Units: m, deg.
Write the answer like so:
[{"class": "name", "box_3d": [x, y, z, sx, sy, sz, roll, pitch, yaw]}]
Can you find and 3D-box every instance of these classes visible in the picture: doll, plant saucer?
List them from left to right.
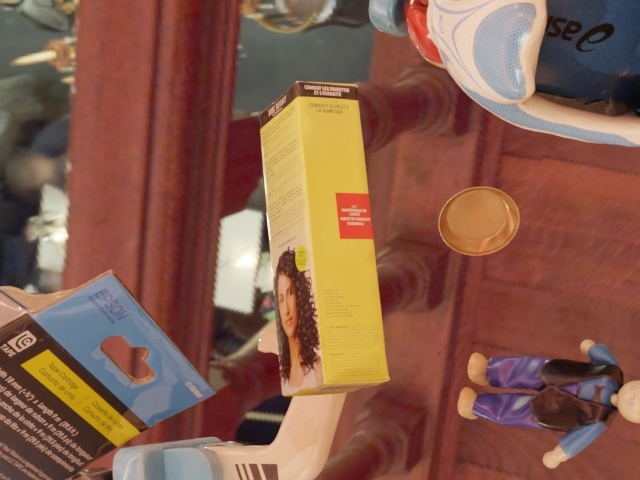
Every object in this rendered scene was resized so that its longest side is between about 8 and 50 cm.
[{"class": "plant saucer", "box_3d": [0.163, -0.023, 1.210, 0.083, 0.015, 0.083, 0, 122, 0]}, {"class": "doll", "box_3d": [0.220, 0.146, 1.074, 0.189, 0.046, 0.129, -2, 57, 38]}]

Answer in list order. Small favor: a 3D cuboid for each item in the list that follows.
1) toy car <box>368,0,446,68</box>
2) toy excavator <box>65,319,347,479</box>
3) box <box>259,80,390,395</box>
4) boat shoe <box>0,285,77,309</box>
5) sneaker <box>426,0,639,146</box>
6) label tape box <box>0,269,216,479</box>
[{"class": "toy car", "box_3d": [0.147, -0.326, 1.293, 0.219, 0.238, 0.210, 28, 83, 36]}, {"class": "toy excavator", "box_3d": [-0.120, 0.328, 1.523, 0.445, 0.222, 0.432, -10, 81, 31]}, {"class": "box", "box_3d": [0.000, 0.000, 0.907, 0.087, 0.058, 0.232, 148, 119, -62]}, {"class": "boat shoe", "box_3d": [-0.427, 0.110, 1.733, 0.065, 0.206, 0.075, 129, 135, -63]}, {"class": "sneaker", "box_3d": [0.158, -0.069, 0.444, 0.237, 0.086, 0.085, 0, 122, -15]}, {"class": "label tape box", "box_3d": [-0.289, 0.130, 0.995, 0.334, 0.240, 0.106, -31, 56, -2]}]
